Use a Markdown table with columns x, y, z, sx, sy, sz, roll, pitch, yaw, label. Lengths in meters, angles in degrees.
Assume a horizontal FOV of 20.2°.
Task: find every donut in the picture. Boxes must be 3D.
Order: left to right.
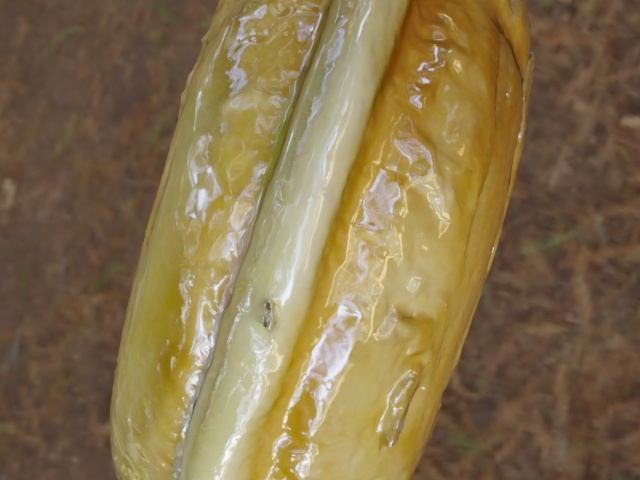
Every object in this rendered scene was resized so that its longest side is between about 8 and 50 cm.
| x | y | z | sx | sy | sz | roll | pitch | yaw | label |
| --- | --- | --- | --- | --- | --- | --- | --- | --- | --- |
| 0.000 | 0.000 | 1.101 | 0.449 | 0.198 | 0.449 | 17 | -90 | -87 | donut |
